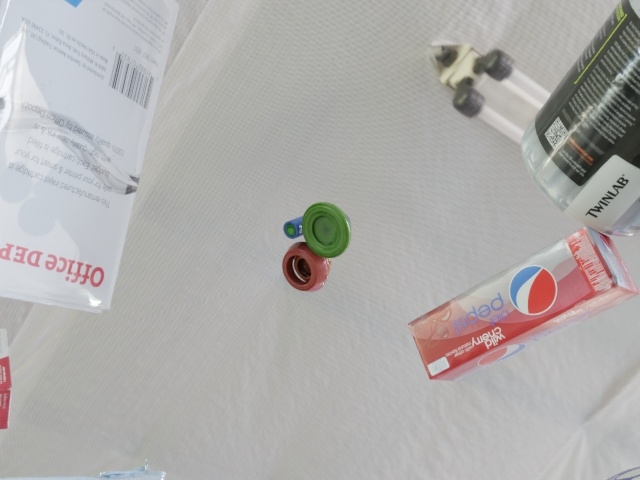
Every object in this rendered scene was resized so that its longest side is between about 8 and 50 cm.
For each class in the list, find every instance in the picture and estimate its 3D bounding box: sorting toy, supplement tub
[{"bbox_3d":[0.000,0.000,0.771,0.061,0.042,0.102,46,-53,15],"label":"sorting toy"},{"bbox_3d":[0.405,-0.181,0.988,0.207,0.207,0.338,14,-47,-18],"label":"supplement tub"}]

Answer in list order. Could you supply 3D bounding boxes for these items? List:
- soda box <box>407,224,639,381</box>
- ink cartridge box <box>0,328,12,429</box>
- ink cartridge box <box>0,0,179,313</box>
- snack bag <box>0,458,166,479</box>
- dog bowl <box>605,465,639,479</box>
[{"bbox_3d":[0.245,0.085,1.043,0.263,0.083,0.092,-32,-27,28],"label":"soda box"},{"bbox_3d":[-0.380,0.138,0.835,0.135,0.099,0.056,1,-58,-25],"label":"ink cartridge box"},{"bbox_3d":[-0.257,-0.107,0.720,0.129,0.223,0.307,9,-97,22],"label":"ink cartridge box"},{"bbox_3d":[-0.278,0.365,0.723,0.323,0.342,0.037,7,-31,-30],"label":"snack bag"},{"bbox_3d":[0.359,0.353,0.812,0.265,0.104,0.264,0,-97,1],"label":"dog bowl"}]
